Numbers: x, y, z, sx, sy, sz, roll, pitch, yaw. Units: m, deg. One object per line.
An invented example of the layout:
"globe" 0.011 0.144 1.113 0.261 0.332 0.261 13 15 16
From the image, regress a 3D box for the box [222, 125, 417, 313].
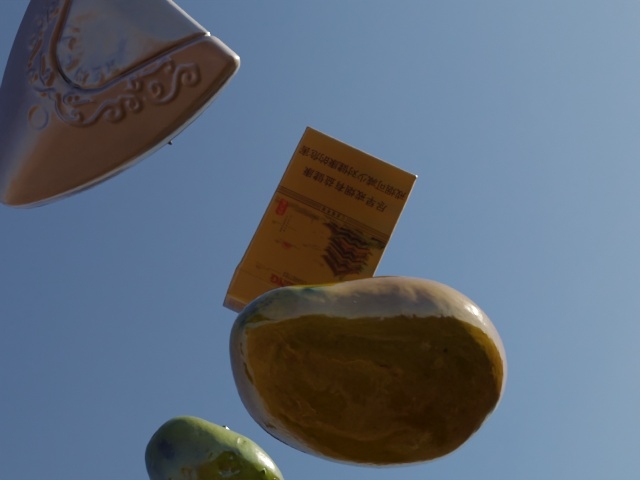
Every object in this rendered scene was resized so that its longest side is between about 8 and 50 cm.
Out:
"box" 0.000 0.000 1.711 0.076 0.174 0.274 110 -175 -71

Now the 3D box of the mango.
"mango" 0.048 0.137 1.322 0.317 0.173 0.211 9 -71 -23

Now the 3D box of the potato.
"potato" -0.165 0.386 1.995 0.148 0.253 0.186 -42 -9 -34

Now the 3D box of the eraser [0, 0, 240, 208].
"eraser" -0.215 -0.128 1.094 0.243 0.204 0.059 -51 -16 9
